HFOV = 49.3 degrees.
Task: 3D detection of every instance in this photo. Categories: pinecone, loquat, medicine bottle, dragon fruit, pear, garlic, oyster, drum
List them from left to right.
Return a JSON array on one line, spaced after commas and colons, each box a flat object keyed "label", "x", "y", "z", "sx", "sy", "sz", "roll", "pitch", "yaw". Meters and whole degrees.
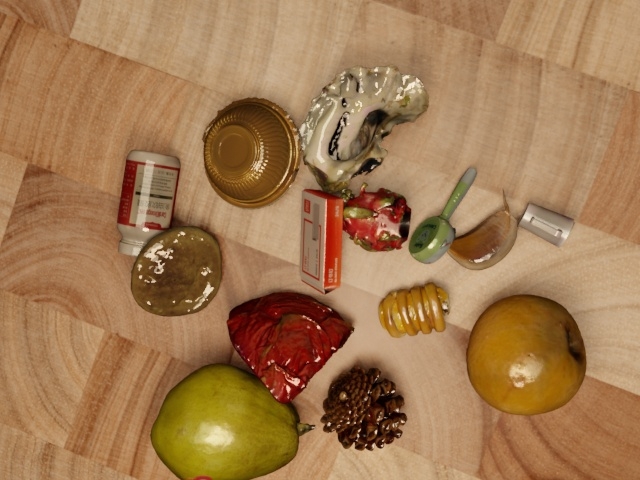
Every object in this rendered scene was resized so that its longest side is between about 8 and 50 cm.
[{"label": "medicine bottle", "x": -0.419, "y": -0.089, "z": 1.689, "sx": 0.131, "sy": 0.131, "sz": 0.250, "roll": 10, "pitch": 93, "yaw": 5}, {"label": "pear", "x": -0.199, "y": 0.432, "z": 1.619, "sx": 0.375, "sy": 0.287, "sz": 0.287, "roll": 3, "pitch": 93, "yaw": -4}, {"label": "dragon fruit", "x": -0.063, "y": 0.274, "z": 1.611, "sx": 0.302, "sy": 0.330, "sz": 0.240, "roll": -13, "pitch": 113, "yaw": 4}, {"label": "oyster", "x": 0.083, "y": -0.254, "z": 1.626, "sx": 0.238, "sy": 0.115, "sz": 0.351, "roll": 37, "pitch": 109, "yaw": 25}, {"label": "pinecone", "x": 0.109, "y": 0.404, "z": 1.640, "sx": 0.207, "sy": 0.208, "sz": 0.208, "roll": 0, "pitch": 93, "yaw": 6}, {"label": "dragon fruit", "x": 0.123, "y": -0.055, "z": 1.628, "sx": 0.172, "sy": 0.160, "sz": 0.166, "roll": 7, "pitch": 136, "yaw": 4}, {"label": "drum", "x": 0.288, "y": -0.056, "z": 1.661, "sx": 0.049, "sy": 0.130, "sz": 0.253, "roll": 35, "pitch": 66, "yaw": -19}, {"label": "garlic", "x": 0.395, "y": -0.012, "z": 1.639, "sx": 0.198, "sy": 0.090, "sz": 0.128, "roll": -42, "pitch": 76, "yaw": 10}, {"label": "loquat", "x": 0.455, "y": 0.266, "z": 1.568, "sx": 0.274, "sy": 0.275, "sz": 0.275, "roll": 0, "pitch": 93, "yaw": 6}]

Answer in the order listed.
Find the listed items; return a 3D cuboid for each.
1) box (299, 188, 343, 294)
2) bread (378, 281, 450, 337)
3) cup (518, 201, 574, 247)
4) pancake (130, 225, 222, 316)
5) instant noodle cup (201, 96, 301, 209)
[{"label": "box", "x": 0.000, "y": 0.000, "z": 1.639, "sx": 0.050, "sy": 0.123, "sz": 0.229, "roll": -6, "pitch": 107, "yaw": -28}, {"label": "bread", "x": 0.226, "y": 0.171, "z": 1.665, "sx": 0.177, "sy": 0.084, "sz": 0.119, "roll": -14, "pitch": 91, "yaw": 10}, {"label": "cup", "x": 0.524, "y": -0.035, "z": 1.615, "sx": 0.116, "sy": 0.104, "sz": 0.074, "roll": 26, "pitch": 109, "yaw": 7}, {"label": "pancake", "x": -0.336, "y": 0.085, "z": 1.678, "sx": 0.242, "sy": 0.050, "sz": 0.242, "roll": -10, "pitch": 115, "yaw": -22}, {"label": "instant noodle cup", "x": -0.183, "y": -0.208, "z": 1.647, "sx": 0.274, "sy": 0.090, "sz": 0.274, "roll": 1, "pitch": 93, "yaw": 22}]
